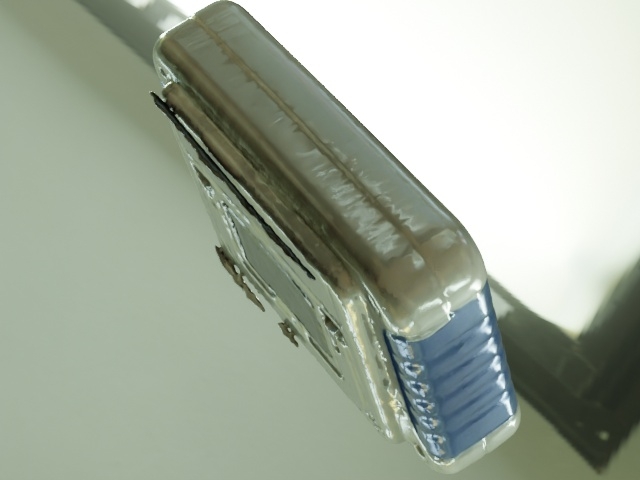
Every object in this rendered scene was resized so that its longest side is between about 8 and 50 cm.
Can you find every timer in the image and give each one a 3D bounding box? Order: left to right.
[{"bbox_3d":[0.000,0.000,0.911,0.078,0.178,0.253,-33,-131,-13],"label":"timer"}]
